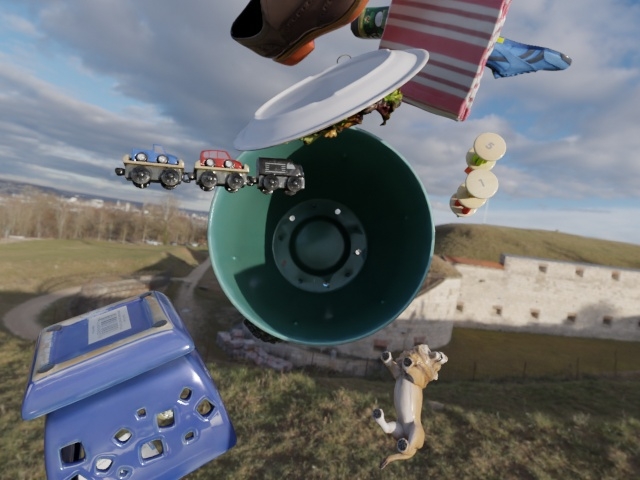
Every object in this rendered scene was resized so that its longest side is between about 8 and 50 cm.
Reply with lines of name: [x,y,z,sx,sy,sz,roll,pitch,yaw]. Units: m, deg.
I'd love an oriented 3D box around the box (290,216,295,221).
box: [-0.141,-0.040,0.977,0.181,0.118,0.182,14,0,-37]

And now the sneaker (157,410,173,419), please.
sneaker: [-0.544,0.436,1.404,0.158,0.409,0.182,-7,4,-43]

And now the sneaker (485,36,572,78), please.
sneaker: [0.429,-0.386,0.880,0.210,0.082,0.069,15,19,5]

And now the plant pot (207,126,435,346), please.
plant pot: [0.000,0.000,0.631,0.294,0.292,0.235,9,-6,0]

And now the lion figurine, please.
lion figurine: [0.261,0.477,1.186,0.142,0.391,0.240,-2,-36,35]

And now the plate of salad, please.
plate of salad: [0.008,-0.130,0.391,0.200,0.048,0.199,-20,29,12]

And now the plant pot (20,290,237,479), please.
plant pot: [-0.288,0.216,0.603,0.236,0.211,0.236,-20,21,-24]

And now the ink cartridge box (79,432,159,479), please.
ink cartridge box: [-0.423,0.629,0.974,0.129,0.307,0.223,-34,-10,-24]

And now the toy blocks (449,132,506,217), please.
toy blocks: [0.276,-0.108,0.733,0.054,0.123,0.148,16,-13,7]

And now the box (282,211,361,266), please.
box: [-0.043,0.035,1.178,0.294,0.295,0.073,32,10,-9]

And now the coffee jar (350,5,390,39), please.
coffee jar: [0.177,-0.593,1.099,0.185,0.078,0.096,19,25,35]

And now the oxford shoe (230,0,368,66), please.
oxford shoe: [-0.019,-0.295,0.467,0.099,0.096,0.272,-1,-12,-34]

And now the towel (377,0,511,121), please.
towel: [0.138,-0.250,0.451,0.029,0.196,0.144,-15,41,-42]

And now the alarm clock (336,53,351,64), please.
alarm clock: [0.064,-0.444,1.120,0.130,0.064,0.192,-13,-20,-4]

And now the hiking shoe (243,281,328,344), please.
hiking shoe: [-0.085,0.195,1.104,0.304,0.113,0.132,-24,17,39]

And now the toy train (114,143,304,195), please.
toy train: [-0.090,-0.061,0.350,0.159,0.036,0.027,0,-5,-21]
